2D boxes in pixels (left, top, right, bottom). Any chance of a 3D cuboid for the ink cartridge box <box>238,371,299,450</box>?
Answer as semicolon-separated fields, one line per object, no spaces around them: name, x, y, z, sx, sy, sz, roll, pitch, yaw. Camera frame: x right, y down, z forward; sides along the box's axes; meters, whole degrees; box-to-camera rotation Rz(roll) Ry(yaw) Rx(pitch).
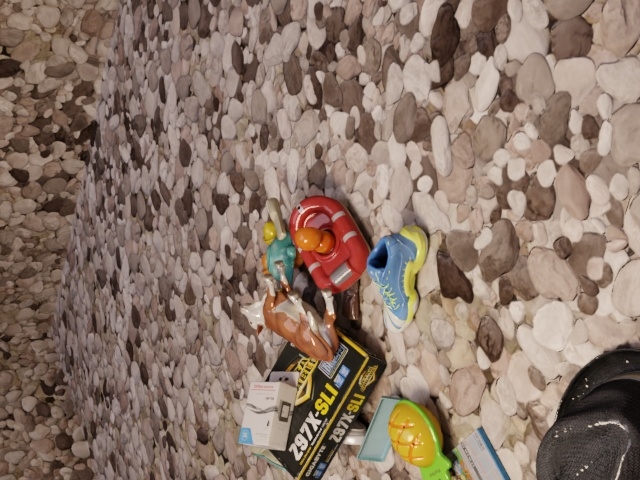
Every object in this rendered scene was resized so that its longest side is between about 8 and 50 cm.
ink cartridge box;-0.117;0.380;1.860;0.104;0.060;0.180;-9;63;44

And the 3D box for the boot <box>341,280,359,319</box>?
boot;0.053;0.126;1.890;0.106;0.037;0.114;15;111;54

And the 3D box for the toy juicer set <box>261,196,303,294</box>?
toy juicer set;-0.090;0.015;2.025;0.329;0.089;0.209;100;165;-49

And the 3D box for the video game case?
video game case;0.293;0.454;1.584;0.119;0.015;0.166;63;141;28

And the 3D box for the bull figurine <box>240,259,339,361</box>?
bull figurine;-0.071;0.164;1.870;0.310;0.101;0.189;23;130;43

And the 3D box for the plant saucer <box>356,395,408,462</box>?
plant saucer;0.134;0.411;1.783;0.018;0.067;0.192;-101;24;-55

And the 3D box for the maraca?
maraca;0.202;0.408;1.644;0.186;0.099;0.127;60;147;21

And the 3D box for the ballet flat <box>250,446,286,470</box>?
ballet flat;-0.115;0.556;2.176;0.248;0.086;0.086;-1;93;58

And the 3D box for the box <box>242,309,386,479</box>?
box;-0.020;0.351;1.878;0.257;0.079;0.322;34;96;48

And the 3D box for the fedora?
fedora;0.436;0.329;1.222;0.334;0.152;0.334;13;106;55

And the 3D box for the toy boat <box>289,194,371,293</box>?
toy boat;0.000;0.000;1.818;0.151;0.151;0.231;-43;56;21

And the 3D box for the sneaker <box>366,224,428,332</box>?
sneaker;0.137;0.083;1.668;0.091;0.126;0.240;33;121;51

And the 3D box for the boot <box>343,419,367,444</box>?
boot;0.024;0.393;1.920;0.258;0.095;0.124;7;92;50
